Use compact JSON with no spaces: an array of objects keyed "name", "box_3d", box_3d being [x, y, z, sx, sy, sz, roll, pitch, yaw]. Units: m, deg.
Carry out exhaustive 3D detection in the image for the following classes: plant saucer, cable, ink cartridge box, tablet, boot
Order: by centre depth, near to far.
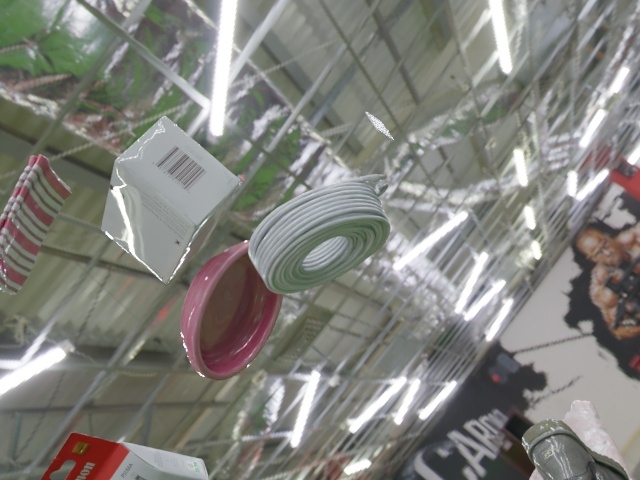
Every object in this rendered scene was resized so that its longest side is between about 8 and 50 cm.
[{"name":"boot","box_3d":[0.269,0.285,0.696,0.189,0.208,0.076,36,-71,-28]},{"name":"ink cartridge box","box_3d":[-0.312,0.392,1.160,0.225,0.056,0.181,24,-70,-35]},{"name":"cable","box_3d":[0.000,0.000,1.358,0.257,0.089,0.257,-13,-30,-30]},{"name":"tablet","box_3d":[0.128,-0.246,1.640,0.054,0.083,0.006,28,-67,-34]},{"name":"plant saucer","box_3d":[-0.207,0.152,1.741,0.332,0.084,0.332,-41,-39,-45]}]

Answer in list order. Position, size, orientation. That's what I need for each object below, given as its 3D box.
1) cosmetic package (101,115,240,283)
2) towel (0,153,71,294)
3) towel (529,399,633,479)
[{"name":"cosmetic package","box_3d":[-0.337,-0.073,1.659,0.156,0.217,0.385,-50,0,-30]},{"name":"towel","box_3d":[-0.446,-0.020,1.158,0.144,0.029,0.197,99,-170,-73]},{"name":"towel","box_3d":[0.365,0.450,1.074,0.332,0.053,0.317,-99,22,-56]}]
